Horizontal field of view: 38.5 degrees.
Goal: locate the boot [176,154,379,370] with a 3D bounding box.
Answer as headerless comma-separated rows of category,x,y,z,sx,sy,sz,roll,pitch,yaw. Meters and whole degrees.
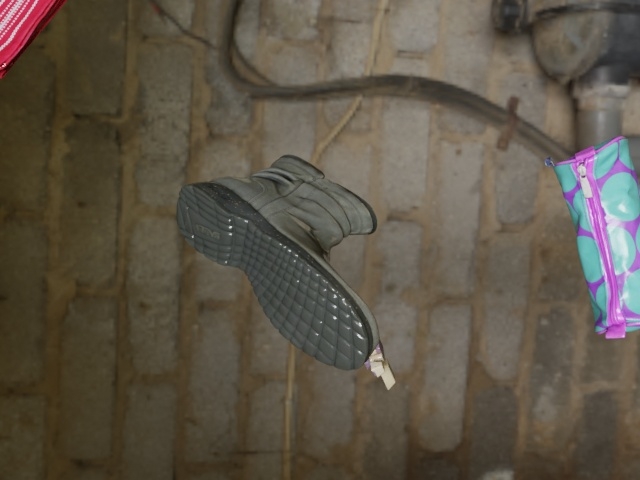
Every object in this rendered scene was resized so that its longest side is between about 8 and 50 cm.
boot,0.000,0.000,0.831,0.246,0.161,0.083,40,132,29

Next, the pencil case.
pencil case,0.231,-0.002,0.732,0.064,0.070,0.152,-16,88,37

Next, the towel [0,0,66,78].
towel,-0.529,-0.367,1.406,0.199,0.275,0.031,-58,-22,-20

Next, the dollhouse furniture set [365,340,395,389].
dollhouse furniture set,0.090,0.254,1.714,0.091,0.081,0.114,-95,-17,-54
